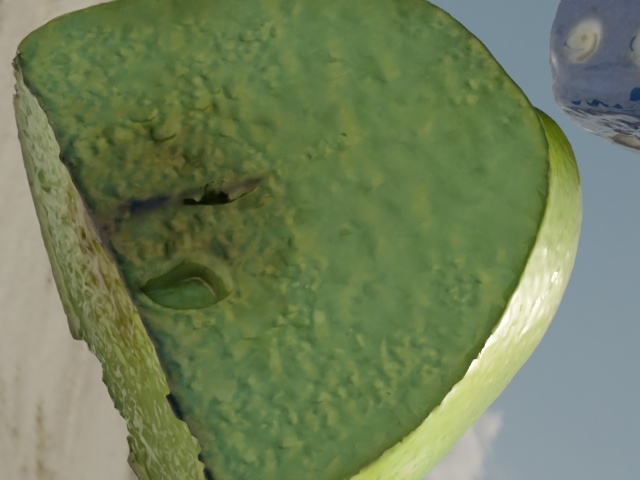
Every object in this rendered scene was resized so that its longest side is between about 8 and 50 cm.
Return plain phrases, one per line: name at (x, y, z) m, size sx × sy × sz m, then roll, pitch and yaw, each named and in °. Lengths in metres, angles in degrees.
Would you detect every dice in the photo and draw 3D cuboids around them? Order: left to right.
dice at (0.242, -0.127, 1.039) m, size 0.146 × 0.143 × 0.147 m, roll 15°, pitch -95°, yaw 52°

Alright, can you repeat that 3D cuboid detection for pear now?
pear at (0.000, 0.000, 0.802) m, size 0.159 × 0.292 × 0.292 m, roll 90°, pitch -24°, yaw -65°
